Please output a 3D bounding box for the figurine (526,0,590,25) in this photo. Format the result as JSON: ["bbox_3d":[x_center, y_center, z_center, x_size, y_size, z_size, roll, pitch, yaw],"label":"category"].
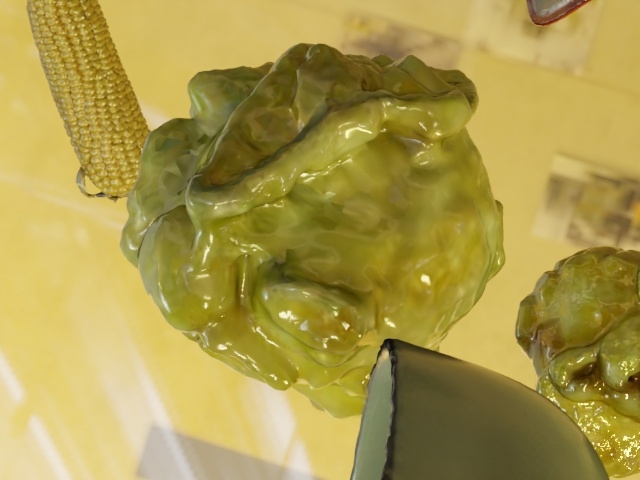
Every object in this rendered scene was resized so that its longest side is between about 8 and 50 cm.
[{"bbox_3d":[0.111,-0.281,1.252,0.226,0.183,0.160,11,156,-33],"label":"figurine"}]

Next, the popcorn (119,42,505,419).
[{"bbox_3d":[-0.007,-0.015,1.401,0.312,0.312,0.312,18,176,1],"label":"popcorn"}]

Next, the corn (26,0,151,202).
[{"bbox_3d":[-0.275,-0.185,2.101,0.106,0.293,0.106,-16,-158,7],"label":"corn"}]

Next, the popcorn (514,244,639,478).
[{"bbox_3d":[0.299,0.123,1.737,0.203,0.226,0.200,4,160,37],"label":"popcorn"}]

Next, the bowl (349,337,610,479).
[{"bbox_3d":[0.105,0.245,1.098,0.185,0.354,0.354,7,176,-1],"label":"bowl"}]
